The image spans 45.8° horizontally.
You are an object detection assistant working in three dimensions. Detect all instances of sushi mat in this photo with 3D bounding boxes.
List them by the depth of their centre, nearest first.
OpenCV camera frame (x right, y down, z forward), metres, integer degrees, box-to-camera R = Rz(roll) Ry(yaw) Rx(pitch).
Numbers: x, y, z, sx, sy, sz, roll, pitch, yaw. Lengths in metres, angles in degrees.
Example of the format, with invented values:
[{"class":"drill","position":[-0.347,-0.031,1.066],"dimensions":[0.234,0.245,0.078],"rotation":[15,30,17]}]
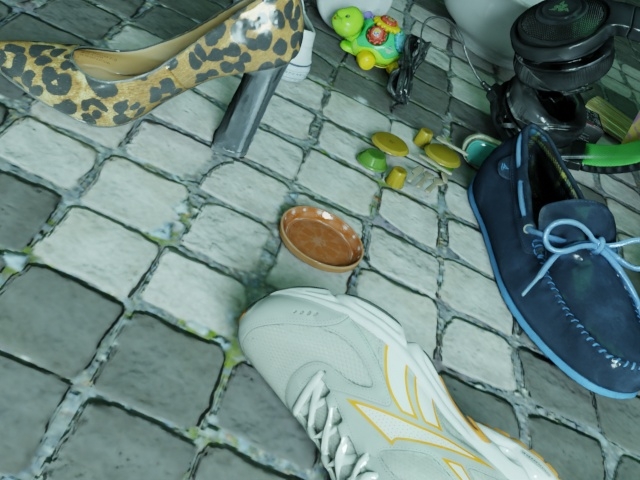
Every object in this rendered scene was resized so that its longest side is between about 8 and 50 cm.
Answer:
[{"class":"sushi mat","position":[0.588,-0.145,1.299],"dimensions":[0.316,0.019,0.151],"rotation":[40,35,14]}]

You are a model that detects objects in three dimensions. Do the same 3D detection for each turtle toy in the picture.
[{"class":"turtle toy","position":[0.071,-0.289,1.071],"dimensions":[0.130,0.066,0.095],"rotation":[8,40,-28]}]

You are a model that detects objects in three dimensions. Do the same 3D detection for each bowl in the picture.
[{"class":"bowl","position":[0.328,-0.395,1.331],"dimensions":[0.297,0.134,0.298],"rotation":[18,36,-14]}]

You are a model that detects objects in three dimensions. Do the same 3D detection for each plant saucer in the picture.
[{"class":"plant saucer","position":[0.000,0.000,0.700],"dimensions":[0.083,0.013,0.083],"rotation":[20,35,-14]}]

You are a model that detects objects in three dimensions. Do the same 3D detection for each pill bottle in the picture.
[{"class":"pill bottle","position":[0.027,-0.418,1.158],"dimensions":[0.119,0.119,0.209],"rotation":[8,40,-28]}]

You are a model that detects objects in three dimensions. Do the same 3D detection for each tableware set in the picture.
[{"class":"tableware set","position":[0.107,-0.097,0.896],"dimensions":[0.104,0.024,0.154],"rotation":[33,36,11]}]

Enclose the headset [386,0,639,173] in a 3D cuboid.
[{"class":"headset","position":[0.293,-0.196,0.997],"dimensions":[0.394,0.243,0.185],"rotation":[19,53,11]}]

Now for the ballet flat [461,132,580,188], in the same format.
[{"class":"ballet flat","position":[0.260,-0.092,0.969],"dimensions":[0.168,0.057,0.052],"rotation":[31,25,2]}]

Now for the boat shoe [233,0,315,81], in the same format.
[{"class":"boat shoe","position":[-0.050,-0.295,0.984],"dimensions":[0.083,0.076,0.226],"rotation":[4,42,-33]}]

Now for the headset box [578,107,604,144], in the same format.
[{"class":"headset box","position":[0.420,-0.190,1.225],"dimensions":[0.062,0.032,0.083],"rotation":[25,35,-5]}]

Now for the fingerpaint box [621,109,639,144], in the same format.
[{"class":"fingerpaint box","position":[0.695,-0.067,0.996],"dimensions":[0.371,0.163,0.445],"rotation":[17,18,-24]}]

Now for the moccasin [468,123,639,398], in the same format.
[{"class":"moccasin","position":[0.243,-0.001,0.783],"dimensions":[0.137,0.117,0.342],"rotation":[8,40,-27]}]

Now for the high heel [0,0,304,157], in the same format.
[{"class":"high heel","position":[-0.151,-0.187,0.676],"dimensions":[0.261,0.186,0.093],"rotation":[13,37,-22]}]

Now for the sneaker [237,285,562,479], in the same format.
[{"class":"sneaker","position":[0.037,0.135,0.487],"dimensions":[0.262,0.099,0.121],"rotation":[37,40,13]}]
